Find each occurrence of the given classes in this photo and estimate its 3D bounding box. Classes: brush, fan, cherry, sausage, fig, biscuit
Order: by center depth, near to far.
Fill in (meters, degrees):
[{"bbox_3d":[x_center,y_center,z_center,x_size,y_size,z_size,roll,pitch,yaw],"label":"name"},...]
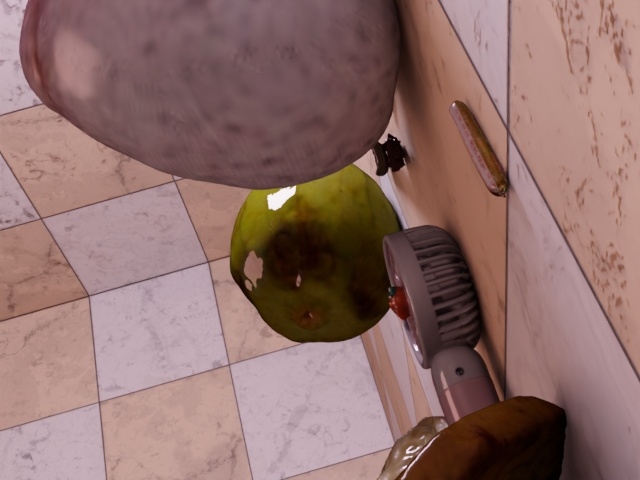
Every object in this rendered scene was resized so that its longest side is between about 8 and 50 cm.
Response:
[{"bbox_3d":[0.053,0.254,0.601,0.046,0.359,0.359,31,154,29],"label":"biscuit"},{"bbox_3d":[0.105,-0.062,0.616,0.015,0.015,0.100,76,178,-46],"label":"sausage"},{"bbox_3d":[0.114,0.100,0.832,0.130,0.074,0.244,78,175,-63],"label":"fan"},{"bbox_3d":[-0.083,-0.189,0.848,0.326,0.335,0.291,50,157,11],"label":"cherry"},{"bbox_3d":[0.076,-0.096,1.052,0.248,0.036,0.043,-43,-58,-84],"label":"brush"},{"bbox_3d":[0.000,0.000,1.251,0.239,0.239,0.271,76,-158,-44],"label":"fig"}]

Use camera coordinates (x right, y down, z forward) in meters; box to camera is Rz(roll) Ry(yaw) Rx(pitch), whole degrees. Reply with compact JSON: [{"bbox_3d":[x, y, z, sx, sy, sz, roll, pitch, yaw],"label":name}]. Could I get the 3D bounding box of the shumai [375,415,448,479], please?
[{"bbox_3d":[0.093,0.384,1.101,0.267,0.262,0.314,83,172,-76],"label":"shumai"}]
